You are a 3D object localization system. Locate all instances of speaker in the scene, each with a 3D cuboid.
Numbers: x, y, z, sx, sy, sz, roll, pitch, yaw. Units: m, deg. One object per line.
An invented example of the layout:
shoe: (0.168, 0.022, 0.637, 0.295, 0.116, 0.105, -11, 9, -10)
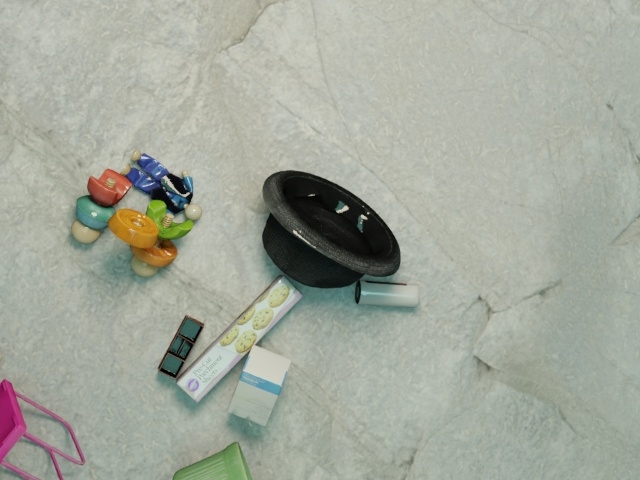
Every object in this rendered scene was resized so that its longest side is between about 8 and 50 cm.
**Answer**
speaker: (0.149, 0.120, 1.826, 0.136, 0.055, 0.055, 5, 89, -10)

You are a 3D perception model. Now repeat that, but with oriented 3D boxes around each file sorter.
file sorter: (-0.628, 0.469, 1.604, 0.291, 0.202, 0.182, -50, 122, -5)

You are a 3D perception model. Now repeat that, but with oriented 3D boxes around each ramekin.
ramekin: (-0.189, 0.573, 1.644, 0.148, 0.303, 0.303, -18, 93, -8)

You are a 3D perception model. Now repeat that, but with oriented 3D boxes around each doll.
doll: (-0.332, -0.105, 1.744, 0.189, 0.046, 0.129, 37, 94, -6)

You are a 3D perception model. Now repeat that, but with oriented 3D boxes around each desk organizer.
desk organizer: (-0.297, 0.228, 1.749, 0.047, 0.050, 0.130, 28, 85, -9)

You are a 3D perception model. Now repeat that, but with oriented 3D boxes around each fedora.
fedora: (0.000, 0.000, 1.731, 0.334, 0.334, 0.152, 32, 119, -9)

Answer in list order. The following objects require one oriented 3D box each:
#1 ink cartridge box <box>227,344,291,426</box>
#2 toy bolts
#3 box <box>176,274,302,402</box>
ink cartridge box: (-0.132, 0.313, 1.732, 0.090, 0.092, 0.143, 22, 120, -1)
toy bolts: (-0.413, -0.015, 1.665, 0.228, 0.218, 0.158, 35, 110, 6)
box: (-0.173, 0.208, 1.765, 0.324, 0.063, 0.067, -44, 97, -7)
